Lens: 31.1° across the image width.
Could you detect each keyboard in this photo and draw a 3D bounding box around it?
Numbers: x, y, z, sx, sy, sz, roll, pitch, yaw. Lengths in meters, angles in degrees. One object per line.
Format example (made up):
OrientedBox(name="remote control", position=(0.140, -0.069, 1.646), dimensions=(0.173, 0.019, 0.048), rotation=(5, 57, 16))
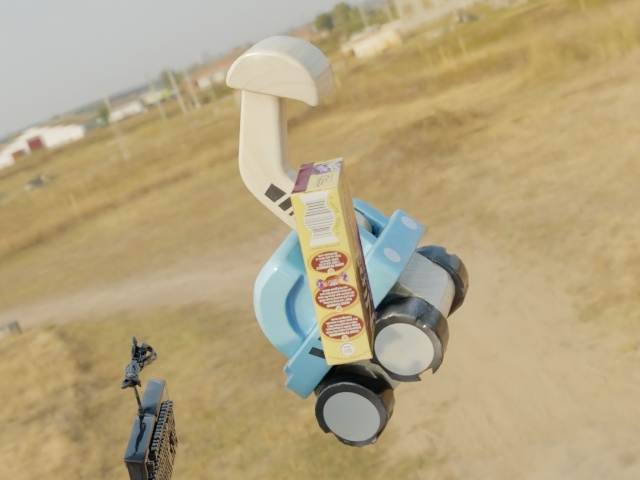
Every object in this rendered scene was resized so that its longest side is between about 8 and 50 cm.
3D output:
OrientedBox(name="keyboard", position=(-0.209, 0.232, 1.426), dimensions=(0.033, 0.201, 0.317), rotation=(-13, 10, -2))

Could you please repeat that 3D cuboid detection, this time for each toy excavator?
OrientedBox(name="toy excavator", position=(0.000, 0.000, 1.590), dimensions=(0.433, 0.445, 0.222), rotation=(-56, 0, 31))

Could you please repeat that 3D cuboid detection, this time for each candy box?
OrientedBox(name="candy box", position=(0.015, 0.020, 1.177), dimensions=(0.053, 0.186, 0.109), rotation=(-11, 18, 8))
